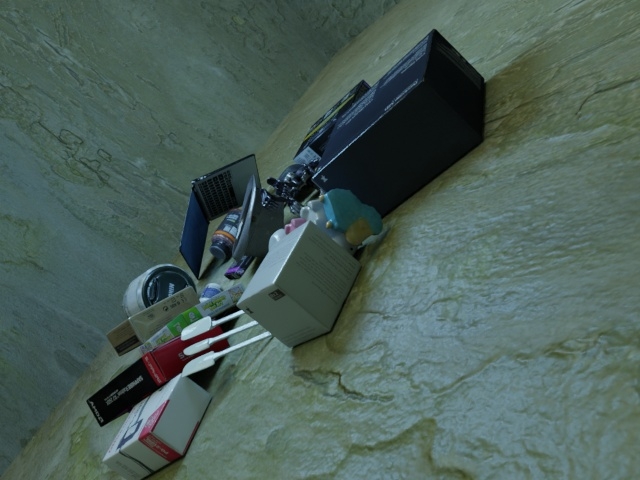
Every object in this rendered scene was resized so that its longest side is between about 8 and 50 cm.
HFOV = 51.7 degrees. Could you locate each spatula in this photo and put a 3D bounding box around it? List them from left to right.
[{"bbox_3d":[-0.223,0.220,1.569,0.242,0.019,0.168,-24,32,6],"label":"spatula"}]

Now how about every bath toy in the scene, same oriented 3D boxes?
[{"bbox_3d":[0.000,0.000,1.502,0.348,0.129,0.151,-30,67,59],"label":"bath toy"}]

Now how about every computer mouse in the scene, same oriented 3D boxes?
[{"bbox_3d":[-0.115,-0.191,2.259,0.188,0.072,0.272,-52,4,-20],"label":"computer mouse"}]

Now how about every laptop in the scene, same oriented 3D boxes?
[{"bbox_3d":[-0.379,-0.085,2.603,0.408,0.236,0.382,-26,-18,-9],"label":"laptop"}]

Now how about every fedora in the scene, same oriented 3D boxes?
[{"bbox_3d":[-0.186,-0.056,2.055,0.244,0.124,0.275,135,148,-66],"label":"fedora"}]

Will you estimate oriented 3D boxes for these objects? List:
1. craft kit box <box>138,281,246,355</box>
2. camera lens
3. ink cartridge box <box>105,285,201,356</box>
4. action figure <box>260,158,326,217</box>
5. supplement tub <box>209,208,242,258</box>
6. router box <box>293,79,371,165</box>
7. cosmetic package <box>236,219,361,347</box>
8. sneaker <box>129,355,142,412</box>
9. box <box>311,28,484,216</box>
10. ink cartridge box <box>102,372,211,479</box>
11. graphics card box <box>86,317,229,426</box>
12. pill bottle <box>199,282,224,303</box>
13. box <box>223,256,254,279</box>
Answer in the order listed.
[{"bbox_3d":[-0.359,0.232,1.881,0.250,0.061,0.247,-37,-3,37],"label":"craft kit box"},{"bbox_3d":[-0.594,0.214,2.431,0.274,0.219,0.219,-26,28,56],"label":"camera lens"},{"bbox_3d":[-0.500,0.244,1.998,0.235,0.088,0.193,-30,-1,-42],"label":"ink cartridge box"},{"bbox_3d":[-0.062,-0.155,2.018,0.164,0.141,0.276,-49,-13,34],"label":"action figure"},{"bbox_3d":[-0.348,-0.022,2.526,0.106,0.106,0.197,-30,24,50],"label":"supplement tub"},{"bbox_3d":[0.053,-0.412,2.388,0.309,0.081,0.243,-36,21,40],"label":"router box"},{"bbox_3d":[-0.043,0.091,1.347,0.151,0.151,0.183,-32,23,48],"label":"cosmetic package"},{"bbox_3d":[-0.501,0.383,2.004,0.146,0.102,0.293,-28,26,51],"label":"sneaker"},{"bbox_3d":[0.181,-0.253,1.492,0.343,0.179,0.312,-39,18,35],"label":"box"},{"bbox_3d":[-0.384,0.443,1.549,0.237,0.100,0.172,-37,19,37],"label":"ink cartridge box"},{"bbox_3d":[-0.434,0.352,1.750,0.371,0.094,0.233,-35,-7,37],"label":"graphics card box"},{"bbox_3d":[-0.353,0.196,2.100,0.067,0.067,0.120,-40,18,30],"label":"pill bottle"},{"bbox_3d":[-0.251,0.058,2.220,0.162,0.029,0.116,-57,18,-20],"label":"box"}]
